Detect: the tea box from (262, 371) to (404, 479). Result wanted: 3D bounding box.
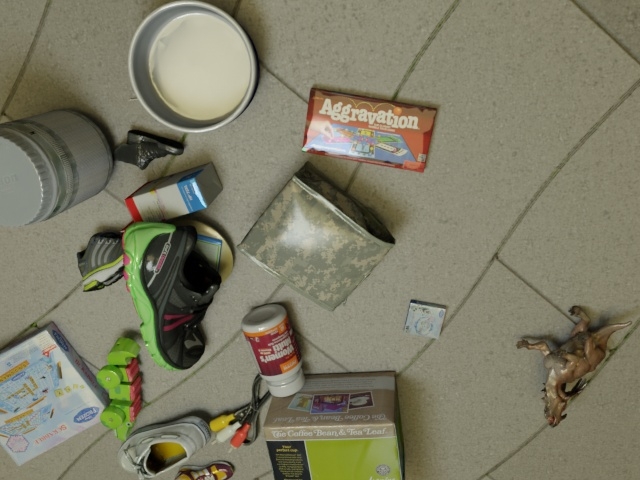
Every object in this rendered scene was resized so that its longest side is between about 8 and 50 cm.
[{"bbox_3d":[0.051,0.545,1.517,0.329,0.220,0.323,-4,113,9],"label":"tea box"}]

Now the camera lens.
[{"bbox_3d":[-0.620,-0.167,1.281,0.220,0.274,0.219,5,113,11],"label":"camera lens"}]

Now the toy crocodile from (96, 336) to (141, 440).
[{"bbox_3d":[-0.550,0.418,1.608,0.105,0.115,0.340,7,113,4],"label":"toy crocodile"}]

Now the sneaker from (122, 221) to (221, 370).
[{"bbox_3d":[-0.333,0.153,1.384,0.202,0.185,0.482,-9,137,-8],"label":"sneaker"}]

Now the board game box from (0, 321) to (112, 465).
[{"bbox_3d":[-0.816,0.443,1.641,0.319,0.066,0.317,-28,106,2],"label":"board game box"}]

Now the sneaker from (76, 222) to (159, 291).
[{"bbox_3d":[-0.514,0.022,1.433,0.300,0.111,0.121,-30,86,24],"label":"sneaker"}]

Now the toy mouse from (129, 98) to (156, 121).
[{"bbox_3d":[-0.344,-0.316,1.316,0.161,0.031,0.143,-37,103,20],"label":"toy mouse"}]

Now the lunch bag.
[{"bbox_3d":[0.000,0.000,1.326,0.287,0.169,0.235,39,112,-4],"label":"lunch bag"}]

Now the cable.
[{"bbox_3d":[-0.199,0.494,1.610,0.139,0.072,0.287,41,113,-6],"label":"cable"}]

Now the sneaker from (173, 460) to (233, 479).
[{"bbox_3d":[-0.353,0.721,1.723,0.186,0.084,0.069,-13,110,14],"label":"sneaker"}]

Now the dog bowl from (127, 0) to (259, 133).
[{"bbox_3d":[-0.264,-0.366,1.223,0.265,0.104,0.264,0,106,1],"label":"dog bowl"}]

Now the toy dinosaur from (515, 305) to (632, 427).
[{"bbox_3d":[0.623,0.293,1.390,0.296,0.127,0.200,-38,110,8],"label":"toy dinosaur"}]

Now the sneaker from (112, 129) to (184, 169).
[{"bbox_3d":[-0.409,-0.207,1.364,0.170,0.051,0.089,18,114,5],"label":"sneaker"}]

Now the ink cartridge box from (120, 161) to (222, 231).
[{"bbox_3d":[-0.363,-0.102,1.352,0.231,0.134,0.077,-15,110,13],"label":"ink cartridge box"}]

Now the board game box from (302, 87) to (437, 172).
[{"bbox_3d":[0.106,-0.247,1.284,0.282,0.027,0.145,10,112,4],"label":"board game box"}]

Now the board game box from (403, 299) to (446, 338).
[{"bbox_3d":[0.264,0.201,1.451,0.090,0.020,0.090,11,113,4],"label":"board game box"}]

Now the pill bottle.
[{"bbox_3d":[-0.117,0.287,1.487,0.121,0.121,0.221,-13,110,13],"label":"pill bottle"}]

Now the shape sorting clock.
[{"bbox_3d":[-0.321,0.037,1.455,0.206,0.040,0.206,4,117,8],"label":"shape sorting clock"}]

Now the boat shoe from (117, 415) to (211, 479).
[{"bbox_3d":[-0.483,0.624,1.637,0.367,0.156,0.135,-24,98,28],"label":"boat shoe"}]
